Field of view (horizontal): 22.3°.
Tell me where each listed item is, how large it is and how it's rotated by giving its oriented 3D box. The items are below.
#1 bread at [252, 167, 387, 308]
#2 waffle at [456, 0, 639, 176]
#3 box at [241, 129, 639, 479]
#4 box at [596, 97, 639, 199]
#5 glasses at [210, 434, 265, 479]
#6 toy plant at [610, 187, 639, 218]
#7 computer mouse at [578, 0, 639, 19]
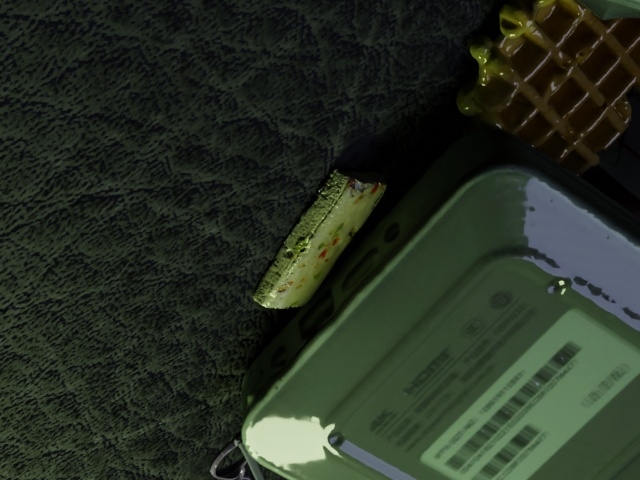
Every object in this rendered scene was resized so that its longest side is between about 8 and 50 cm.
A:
[{"bbox_3d":[0.000,0.000,1.452,0.068,0.028,0.153,-3,133,-55],"label":"bread"},{"bbox_3d":[0.251,-0.176,1.480,0.283,0.065,0.309,-18,138,-28],"label":"waffle"},{"bbox_3d":[0.174,0.129,1.541,0.396,0.111,0.396,31,114,-24],"label":"box"},{"bbox_3d":[0.362,-0.126,1.666,0.099,0.133,0.182,-33,153,-24],"label":"box"},{"bbox_3d":[-0.061,0.273,1.658,0.062,0.104,0.140,-28,145,-27],"label":"glasses"},{"bbox_3d":[0.327,0.087,1.768,0.356,0.210,0.317,-40,143,-53],"label":"toy plant"},{"bbox_3d":[0.300,-0.241,1.367,0.231,0.071,0.126,3,101,-31],"label":"computer mouse"}]
